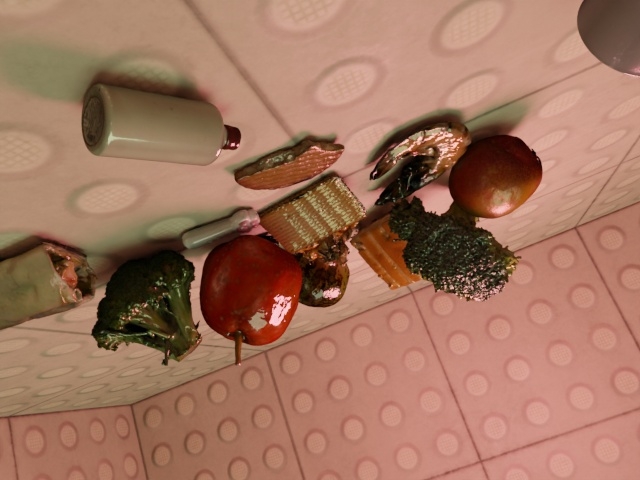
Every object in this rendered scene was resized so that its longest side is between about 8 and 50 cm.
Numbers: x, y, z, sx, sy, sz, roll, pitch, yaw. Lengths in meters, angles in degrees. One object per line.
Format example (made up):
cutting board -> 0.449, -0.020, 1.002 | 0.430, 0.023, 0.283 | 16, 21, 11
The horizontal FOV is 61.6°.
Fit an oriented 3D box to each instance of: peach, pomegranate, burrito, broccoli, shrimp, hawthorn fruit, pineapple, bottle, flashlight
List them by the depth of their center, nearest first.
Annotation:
bottle -> -0.232, -0.173, 0.838 | 0.245, 0.104, 0.104 | -2, 155, -44
burrito -> -0.676, 0.121, 1.181 | 0.331, 0.135, 0.190 | -19, 169, 8
flashlight -> -0.248, -0.025, 1.339 | 0.200, 0.048, 0.093 | -20, 165, -2
shrimp -> 0.214, -0.184, 1.349 | 0.233, 0.071, 0.365 | 0, 155, -35
broccoli -> -0.426, 0.179, 1.368 | 0.303, 0.283, 0.321 | -39, 175, -26
hawthorn fruit -> -0.184, 0.158, 1.387 | 0.286, 0.331, 0.287 | 8, 158, 3
peach -> 0.458, -0.165, 1.412 | 0.230, 0.231, 0.231 | -18, 162, -6
pineapple -> -0.005, 0.002, 1.508 | 0.249, 0.164, 0.139 | -27, 153, 33
broccoli -> 0.429, 0.003, 1.559 | 0.274, 0.353, 0.397 | -19, 177, 39
pomegranate -> -0.013, 0.080, 1.727 | 0.203, 0.277, 0.222 | 13, -155, 32

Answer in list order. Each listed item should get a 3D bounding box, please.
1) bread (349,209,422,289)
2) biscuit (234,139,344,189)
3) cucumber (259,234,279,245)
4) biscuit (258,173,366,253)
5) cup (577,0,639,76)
bread -> 0.248, 0.021, 1.695 | 0.239, 0.246, 0.111 | -29, -162, 43
biscuit -> -0.072, -0.163, 1.155 | 0.228, 0.031, 0.176 | -8, 158, -27
cucumber -> -0.202, 0.027, 1.540 | 0.181, 0.053, 0.053 | -23, 162, 6
biscuit -> -0.020, -0.067, 1.391 | 0.254, 0.029, 0.172 | -26, 133, 19
cup -> 0.552, -0.419, 0.795 | 0.205, 0.206, 0.312 | -17, 161, -8
